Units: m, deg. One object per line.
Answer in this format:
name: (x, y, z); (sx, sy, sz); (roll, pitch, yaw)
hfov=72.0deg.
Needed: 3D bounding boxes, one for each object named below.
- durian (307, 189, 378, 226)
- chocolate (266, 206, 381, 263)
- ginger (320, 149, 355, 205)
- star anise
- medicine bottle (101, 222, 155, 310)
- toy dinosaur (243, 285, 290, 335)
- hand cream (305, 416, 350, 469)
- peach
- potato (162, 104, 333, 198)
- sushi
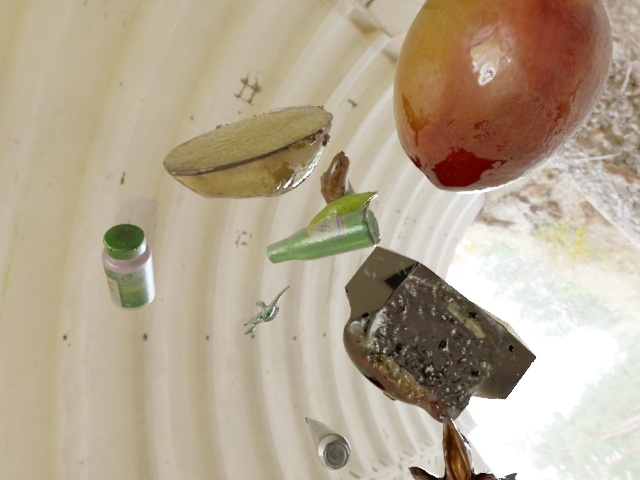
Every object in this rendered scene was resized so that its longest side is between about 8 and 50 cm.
durian: (0.050, -0.060, 1.236); (0.101, 0.250, 0.139); (48, -152, 0)
chocolate: (0.000, 0.000, 1.125); (0.110, 0.292, 0.110); (-16, -90, -70)
ginger: (0.081, -0.127, 1.424); (0.107, 0.133, 0.309); (-50, -59, -32)
star anise: (0.178, 0.297, 0.519); (0.141, 0.158, 0.144); (15, 174, 27)
medicine bottle: (-0.561, 0.079, 1.292); (0.134, 0.274, 0.133); (9, -135, -9)
toy dinosaur: (-0.148, 0.203, 1.244); (0.044, 0.187, 0.106); (43, 169, 29)
hand cream: (0.010, 0.368, 0.804); (0.088, 0.055, 0.256); (37, 163, 6)
peach: (0.250, -0.231, 0.657); (0.308, 0.332, 0.307); (18, -161, -6)
potato: (-0.116, -0.143, 0.781); (0.239, 0.299, 0.115); (49, 156, 50)
sushi: (0.159, 0.164, 0.721); (0.227, 0.212, 0.215); (39, 175, -19)
